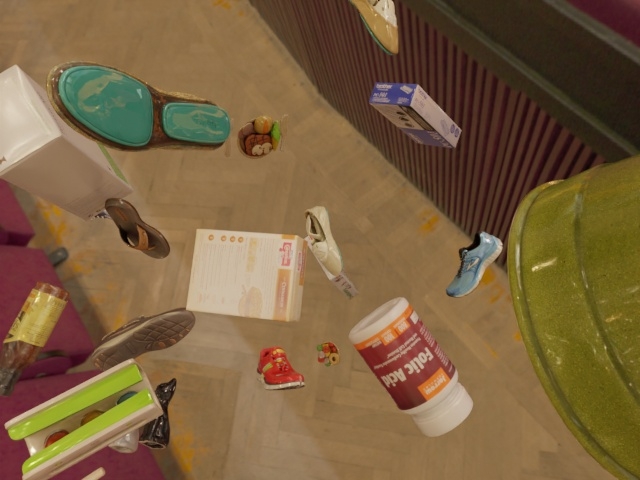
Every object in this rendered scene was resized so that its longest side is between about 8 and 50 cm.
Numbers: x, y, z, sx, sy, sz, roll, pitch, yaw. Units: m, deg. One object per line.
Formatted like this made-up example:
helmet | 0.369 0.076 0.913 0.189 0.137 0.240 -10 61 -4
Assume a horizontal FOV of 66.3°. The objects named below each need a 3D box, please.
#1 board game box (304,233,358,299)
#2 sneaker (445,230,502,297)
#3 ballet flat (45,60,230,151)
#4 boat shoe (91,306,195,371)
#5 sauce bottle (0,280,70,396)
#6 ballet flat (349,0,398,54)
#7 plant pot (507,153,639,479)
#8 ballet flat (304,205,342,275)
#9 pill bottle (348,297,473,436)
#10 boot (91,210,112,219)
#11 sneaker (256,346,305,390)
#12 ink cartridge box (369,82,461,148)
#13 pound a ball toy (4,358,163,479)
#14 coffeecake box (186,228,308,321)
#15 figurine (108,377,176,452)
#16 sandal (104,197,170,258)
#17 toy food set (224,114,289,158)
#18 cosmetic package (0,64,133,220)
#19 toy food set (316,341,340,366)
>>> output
board game box | 0.048 0.103 1.864 0.053 0.305 0.193 -33 64 3
sneaker | 0.314 0.049 1.053 0.073 0.063 0.162 35 88 -13
ballet flat | -0.295 -0.200 0.795 0.123 0.349 0.123 3 95 30
boat shoe | -0.606 0.309 1.668 0.356 0.132 0.130 -23 35 -10
sauce bottle | -0.333 0.111 0.557 0.042 0.042 0.128 13 69 18
ballet flat | 0.107 -0.488 1.008 0.073 0.080 0.232 -41 72 33
plant pot | 0.437 0.028 0.439 0.367 0.353 0.366 14 61 -27
ballet flat | 0.000 0.000 1.567 0.086 0.086 0.248 -20 64 7
pill bottle | 0.285 0.396 1.539 0.224 0.224 0.392 -36 88 1
boot | -0.794 -0.103 1.757 0.190 0.069 0.086 42 90 -18
sneaker | -0.133 0.387 1.501 0.107 0.279 0.118 5 86 -28
ink cartridge box | 0.195 -0.249 0.984 0.097 0.207 0.046 18 89 39
pound a ball toy | -0.493 0.426 1.028 0.319 0.135 0.208 -28 68 -19
coffeecake box | -0.124 0.060 0.843 0.186 0.068 0.142 4 83 15
figurine | -0.560 0.555 1.565 0.215 0.092 0.209 -17 47 23
sandal | -0.468 -0.018 1.241 0.090 0.219 0.060 -8 48 15
toy food set | -0.172 -0.285 1.366 0.192 0.132 0.038 -12 40 -28
cosmetic package | -0.601 -0.196 1.111 0.155 0.365 0.197 -34 81 -7
toy food set | 0.025 0.386 1.667 0.083 0.020 0.083 -17 82 23
